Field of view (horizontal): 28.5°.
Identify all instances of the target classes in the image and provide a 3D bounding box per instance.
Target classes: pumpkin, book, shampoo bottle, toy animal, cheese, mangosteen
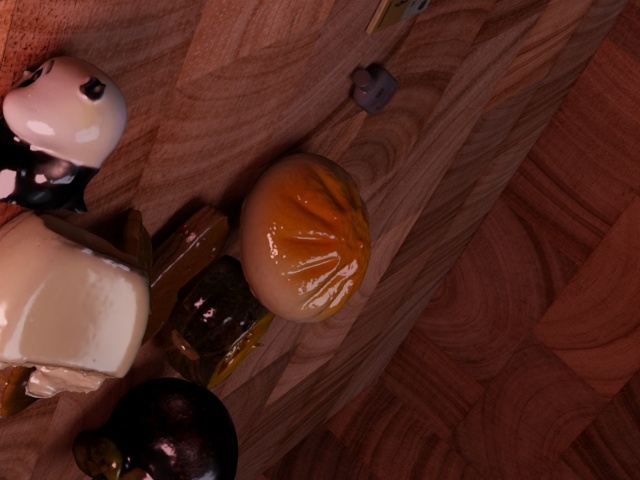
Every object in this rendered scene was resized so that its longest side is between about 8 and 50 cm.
[{"bbox_3d":[-0.171,0.139,2.295,0.222,0.139,0.317,-44,170,-26],"label":"pumpkin"},{"bbox_3d":[0.148,-0.407,2.079,0.172,0.012,0.118,-32,158,-45],"label":"book"},{"bbox_3d":[0.092,-0.269,2.220,0.080,0.040,0.165,-47,166,6],"label":"shampoo bottle"},{"bbox_3d":[-0.293,-0.117,1.380,0.179,0.138,0.166,-59,-177,12],"label":"toy animal"},{"bbox_3d":[-0.340,0.094,1.605,0.266,0.127,0.233,24,86,-48],"label":"cheese"},{"bbox_3d":[-0.313,0.408,2.412,0.313,0.297,0.297,-1,160,0],"label":"mangosteen"}]

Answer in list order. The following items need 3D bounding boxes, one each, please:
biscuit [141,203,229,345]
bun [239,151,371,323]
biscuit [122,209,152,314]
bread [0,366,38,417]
[{"bbox_3d":[-0.253,0.060,2.085,0.277,0.052,0.262,-47,170,-5],"label":"biscuit"},{"bbox_3d":[0.000,0.000,2.156,0.299,0.164,0.299,-10,102,-56],"label":"bun"},{"bbox_3d":[-0.267,0.039,1.830,0.035,0.163,0.250,-9,-170,-2],"label":"biscuit"},{"bbox_3d":[-0.390,0.142,1.789,0.210,0.110,0.192,-31,158,-46],"label":"bread"}]
